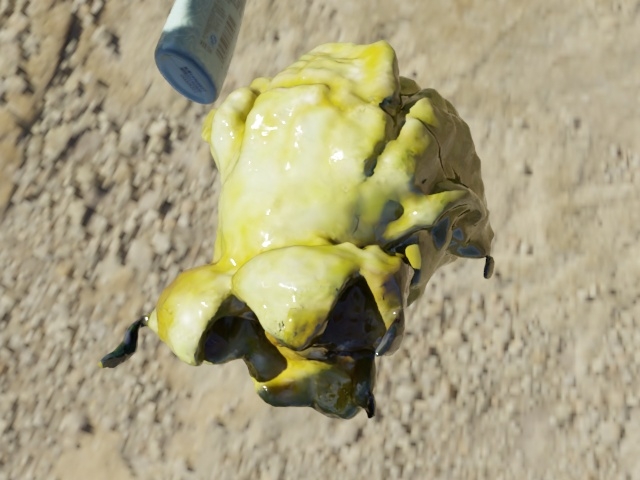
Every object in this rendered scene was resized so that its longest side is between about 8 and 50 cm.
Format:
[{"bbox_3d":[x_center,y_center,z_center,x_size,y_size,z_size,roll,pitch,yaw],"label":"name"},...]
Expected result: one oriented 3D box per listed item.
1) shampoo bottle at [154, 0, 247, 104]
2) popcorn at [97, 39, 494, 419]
[{"bbox_3d":[-0.077,-0.198,1.431,0.041,0.191,0.069,-9,140,36],"label":"shampoo bottle"},{"bbox_3d":[0.000,0.004,0.953,0.173,0.195,0.168,14,150,8],"label":"popcorn"}]
